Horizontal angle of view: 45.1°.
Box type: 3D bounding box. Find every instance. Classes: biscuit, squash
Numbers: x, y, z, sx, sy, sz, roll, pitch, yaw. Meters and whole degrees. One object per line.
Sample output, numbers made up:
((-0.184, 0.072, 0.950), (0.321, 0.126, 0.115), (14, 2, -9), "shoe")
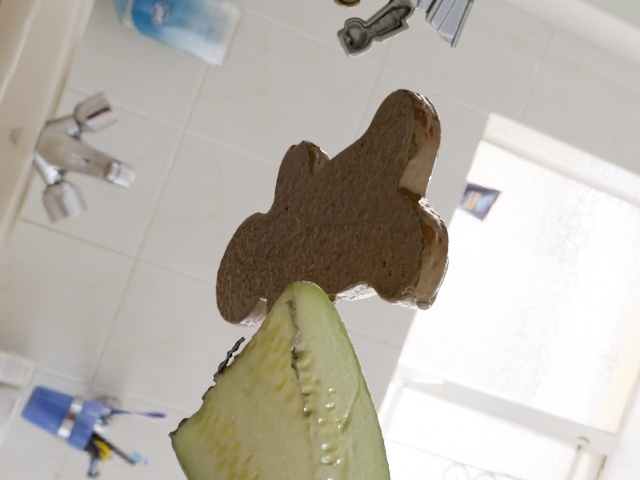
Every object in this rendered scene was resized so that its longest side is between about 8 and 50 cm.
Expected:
((0.001, 0.001, 0.926), (0.432, 0.064, 0.283), (-31, -130, 48), "biscuit")
((0.020, 0.173, 0.519), (0.169, 0.093, 0.252), (-54, -128, 17), "squash")

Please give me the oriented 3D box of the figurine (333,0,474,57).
((0.139, -0.483, 1.324), (0.167, 0.284, 0.343), (105, 2, -79), "figurine")
